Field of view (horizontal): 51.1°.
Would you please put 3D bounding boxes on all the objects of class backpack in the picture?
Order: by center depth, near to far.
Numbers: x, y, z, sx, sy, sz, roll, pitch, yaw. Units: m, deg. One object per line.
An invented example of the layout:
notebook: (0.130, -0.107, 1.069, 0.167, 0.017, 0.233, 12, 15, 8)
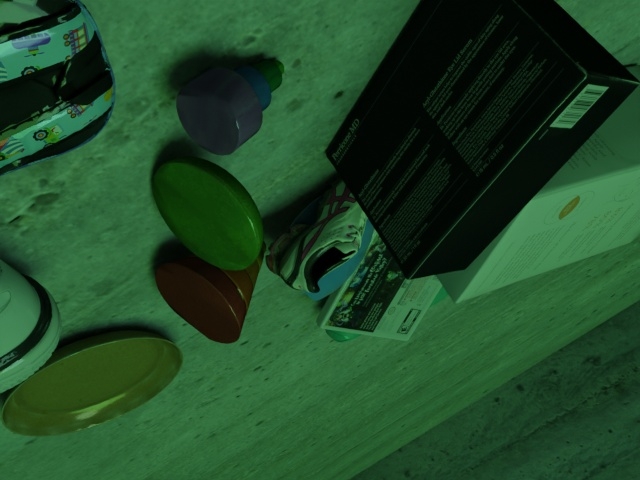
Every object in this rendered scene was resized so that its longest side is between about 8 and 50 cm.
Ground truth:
backpack: (-0.221, -0.107, 0.398, 0.173, 0.116, 0.158, -23, 151, -13)

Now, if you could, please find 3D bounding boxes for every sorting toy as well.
sorting toy: (-0.085, -0.039, 0.693, 0.126, 0.127, 0.365, -47, 163, -37)

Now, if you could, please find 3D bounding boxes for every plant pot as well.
plant pot: (-0.301, 0.186, 0.890, 0.236, 0.032, 0.236, -24, 151, -14)

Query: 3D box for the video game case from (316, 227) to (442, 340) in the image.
video game case: (0.106, 0.063, 0.995, 0.173, 0.022, 0.190, 13, 116, -33)

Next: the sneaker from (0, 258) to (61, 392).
sneaker: (-0.411, 0.093, 0.531, 0.366, 0.137, 0.210, -26, 151, -19)

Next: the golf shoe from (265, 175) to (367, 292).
golf shoe: (0.026, -0.012, 0.787, 0.186, 0.086, 0.067, -47, 142, -12)

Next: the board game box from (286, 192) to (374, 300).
board game box: (0.000, 0.000, 0.866, 0.133, 0.033, 0.169, -52, 143, -4)

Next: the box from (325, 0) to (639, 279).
box: (0.139, -0.115, 0.660, 0.103, 0.184, 0.261, -7, 144, -41)

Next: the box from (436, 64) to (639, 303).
box: (0.308, -0.081, 0.893, 0.346, 0.168, 0.215, -14, 148, -26)

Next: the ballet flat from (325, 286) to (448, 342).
ballet flat: (0.117, 0.082, 1.075, 0.247, 0.083, 0.087, -24, 137, -16)
